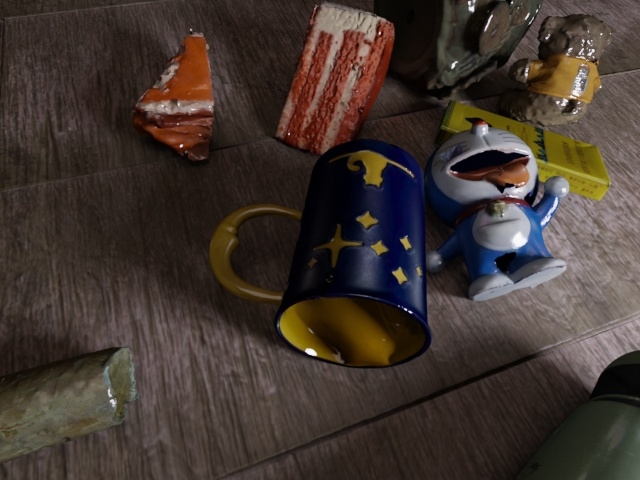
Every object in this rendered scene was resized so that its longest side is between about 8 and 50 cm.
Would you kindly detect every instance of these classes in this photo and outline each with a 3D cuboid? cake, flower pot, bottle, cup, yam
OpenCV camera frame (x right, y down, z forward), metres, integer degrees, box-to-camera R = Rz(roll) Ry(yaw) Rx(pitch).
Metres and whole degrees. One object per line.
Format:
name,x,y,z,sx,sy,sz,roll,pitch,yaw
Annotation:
cake,-0.247,-0.268,0.776,0.135,0.098,0.288,-1,56,-6
flower pot,0.248,-0.422,0.815,0.213,0.302,0.302,-20,60,-22
bottle,0.293,0.248,0.428,0.347,0.169,0.168,-36,65,-28
cup,0.015,-0.008,0.553,0.254,0.178,0.256,25,50,-21
cake,0.025,-0.274,0.834,0.158,0.159,0.262,20,91,9
yam,-0.331,0.187,0.463,0.259,0.093,0.093,-14,58,-14

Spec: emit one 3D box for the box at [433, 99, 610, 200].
box,0.344,-0.165,0.765,0.278,0.041,0.153,21,40,9

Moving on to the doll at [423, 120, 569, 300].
doll,0.237,-0.045,0.632,0.215,0.161,0.257,-18,59,13

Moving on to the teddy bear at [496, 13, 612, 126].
teddy bear,0.432,-0.301,0.791,0.176,0.190,0.140,4,22,-4
